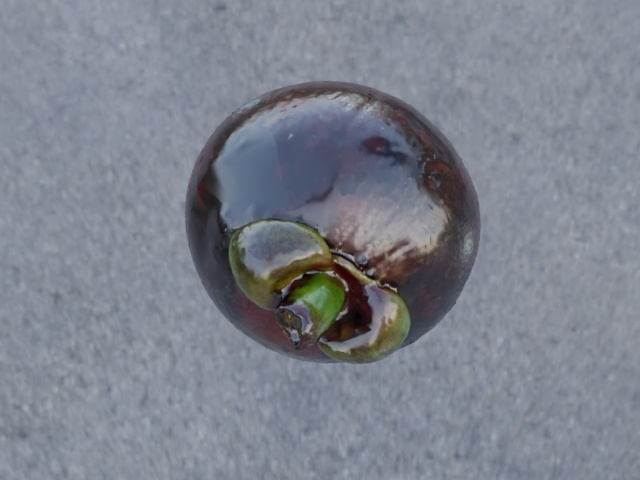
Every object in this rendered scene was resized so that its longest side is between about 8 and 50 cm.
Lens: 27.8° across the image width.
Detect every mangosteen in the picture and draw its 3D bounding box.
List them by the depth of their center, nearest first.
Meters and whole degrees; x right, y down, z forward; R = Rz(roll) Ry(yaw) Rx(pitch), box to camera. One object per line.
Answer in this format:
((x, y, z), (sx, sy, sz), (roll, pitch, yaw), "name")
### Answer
((-0.001, -0.010, 0.932), (0.216, 0.216, 0.216), (-1, 55, 2), "mangosteen")
